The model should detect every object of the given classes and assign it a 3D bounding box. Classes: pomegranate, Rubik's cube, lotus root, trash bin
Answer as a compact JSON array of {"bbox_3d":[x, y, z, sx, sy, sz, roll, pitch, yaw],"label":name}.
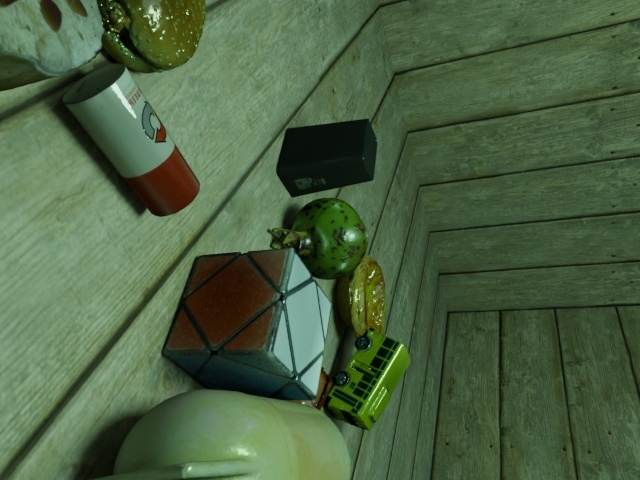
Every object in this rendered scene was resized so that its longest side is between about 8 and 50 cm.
[{"bbox_3d":[0.000,0.000,1.279,0.263,0.211,0.211,-11,96,-43],"label":"pomegranate"},{"bbox_3d":[-0.116,0.156,0.926,0.205,0.205,0.207,60,31,-46],"label":"Rubik's cube"},{"bbox_3d":[-0.349,-0.268,0.495,0.272,0.192,0.272,-14,90,-78],"label":"lotus root"},{"bbox_3d":[0.023,-0.216,1.327,0.115,0.226,0.165,59,33,-48],"label":"trash bin"}]

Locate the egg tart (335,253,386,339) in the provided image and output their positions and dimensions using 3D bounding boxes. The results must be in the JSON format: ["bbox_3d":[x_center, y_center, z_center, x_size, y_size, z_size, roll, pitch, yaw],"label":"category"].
[{"bbox_3d":[0.124,0.186,1.624,0.295,0.116,0.294,-3,90,-67],"label":"egg tart"}]

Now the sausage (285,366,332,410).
[{"bbox_3d":[-0.078,0.396,1.061,0.330,0.102,0.102,-58,138,-40],"label":"sausage"}]

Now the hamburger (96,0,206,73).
[{"bbox_3d":[-0.265,-0.362,0.801,0.215,0.122,0.189,-71,150,-41],"label":"hamburger"}]

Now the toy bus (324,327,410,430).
[{"bbox_3d":[0.137,0.399,1.464,0.262,0.150,0.128,-54,141,-24],"label":"toy bus"}]

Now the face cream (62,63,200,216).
[{"bbox_3d":[-0.271,-0.142,0.765,0.214,0.096,0.096,64,30,-41],"label":"face cream"}]

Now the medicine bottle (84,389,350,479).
[{"bbox_3d":[-0.143,0.341,0.748,0.406,0.236,0.235,36,52,-54],"label":"medicine bottle"}]
